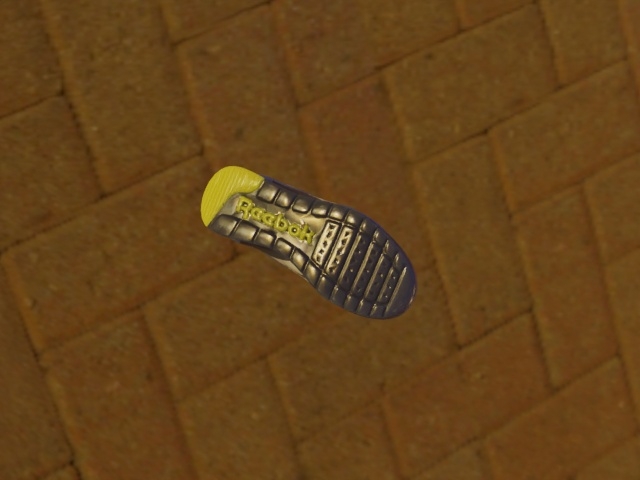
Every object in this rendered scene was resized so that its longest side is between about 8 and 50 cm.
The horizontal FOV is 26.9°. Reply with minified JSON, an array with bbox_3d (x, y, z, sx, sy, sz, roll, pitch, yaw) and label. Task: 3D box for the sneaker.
[{"bbox_3d":[0.000,0.000,0.787,0.053,0.144,0.059,-60,155,3],"label":"sneaker"}]
